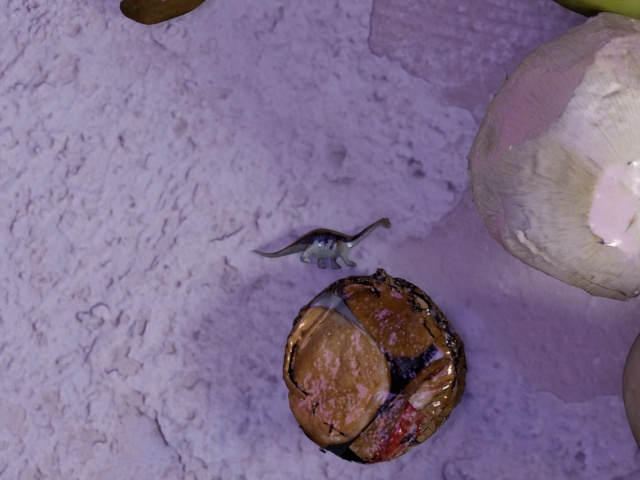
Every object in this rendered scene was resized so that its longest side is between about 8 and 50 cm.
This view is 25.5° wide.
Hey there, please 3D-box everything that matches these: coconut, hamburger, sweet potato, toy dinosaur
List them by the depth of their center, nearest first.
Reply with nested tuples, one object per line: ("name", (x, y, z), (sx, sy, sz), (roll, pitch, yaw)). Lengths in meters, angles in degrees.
("coconut", (0.313, -0.086, 1.543), (0.297, 0.254, 0.297), (2, 115, 4))
("hamburger", (0.061, 0.153, 1.700), (0.231, 0.107, 0.231), (0, 90, 19))
("toy dinosaur", (0.002, 0.014, 1.753), (0.180, 0.037, 0.058), (-9, 63, 7))
("sweet potato", (-0.171, -0.317, 1.795), (0.182, 0.054, 0.053), (-23, 92, 10))

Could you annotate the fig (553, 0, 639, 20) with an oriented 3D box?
("fig", (0.322, -0.343, 1.595), (0.207, 0.207, 0.230), (-18, 89, 13))

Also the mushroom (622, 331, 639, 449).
("mushroom", (0.493, 0.167, 1.537), (0.290, 0.292, 0.292), (-39, 78, -26))
